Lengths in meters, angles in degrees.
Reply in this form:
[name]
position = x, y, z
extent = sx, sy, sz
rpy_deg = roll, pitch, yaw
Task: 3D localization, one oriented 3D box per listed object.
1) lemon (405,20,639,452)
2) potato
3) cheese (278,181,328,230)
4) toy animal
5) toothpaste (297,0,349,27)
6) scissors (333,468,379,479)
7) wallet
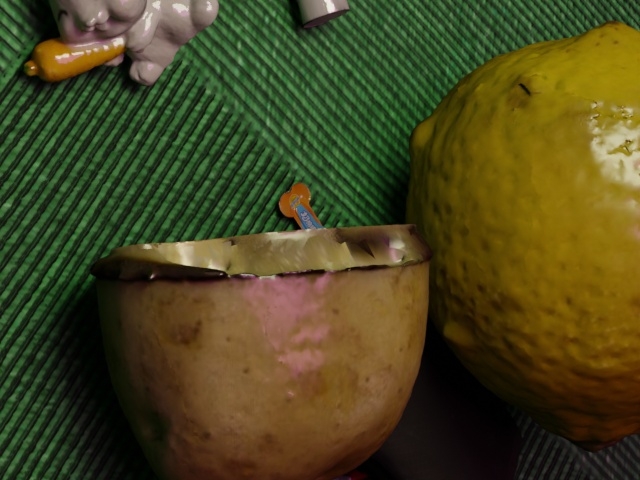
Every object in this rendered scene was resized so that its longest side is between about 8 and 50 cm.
[lemon]
position = 0.243, -0.003, 1.705
extent = 0.350, 0.350, 0.387
rpy_deg = -15, 111, -40
[potato]
position = -0.043, 0.101, 1.538
extent = 0.285, 0.242, 0.242
rpy_deg = -6, 87, -44
[cheese]
position = -0.001, 0.000, 1.706
extent = 0.047, 0.017, 0.111
rpy_deg = -46, 112, -37
[toy animal]
position = -0.190, -0.203, 1.551
extent = 0.182, 0.131, 0.127
rpy_deg = 28, 34, -41
[toothpaste]
position = -0.022, -0.289, 1.720
extent = 0.071, 0.045, 0.193
rpy_deg = -18, 88, -48
[scissors]
position = -0.049, 0.220, 1.633
extent = 0.248, 0.017, 0.144
rpy_deg = -33, 103, -37
[wallet]
position = 0.101, 0.170, 1.737
extent = 0.245, 0.052, 0.168
rpy_deg = 49, 45, -33
